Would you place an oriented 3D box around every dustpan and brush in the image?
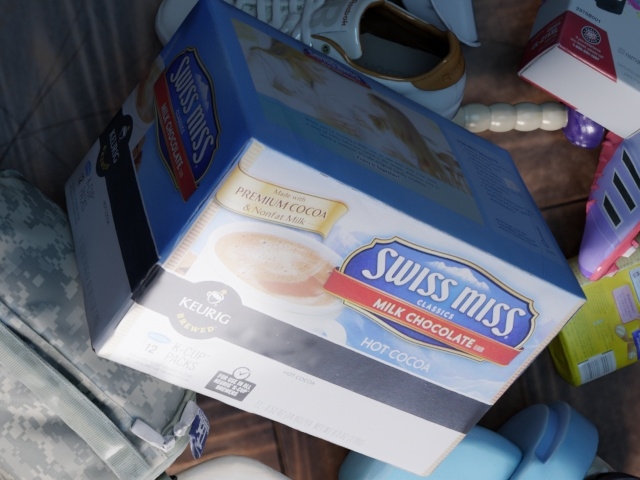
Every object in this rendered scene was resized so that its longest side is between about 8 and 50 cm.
[{"bbox_3d":[0.098,-0.242,1.469,0.211,0.060,0.147,-16,100,-49],"label":"dustpan and brush"}]

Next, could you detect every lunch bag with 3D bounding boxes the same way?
[{"bbox_3d":[-0.251,0.091,1.390,0.212,0.256,0.305,-46,103,-4],"label":"lunch bag"}]

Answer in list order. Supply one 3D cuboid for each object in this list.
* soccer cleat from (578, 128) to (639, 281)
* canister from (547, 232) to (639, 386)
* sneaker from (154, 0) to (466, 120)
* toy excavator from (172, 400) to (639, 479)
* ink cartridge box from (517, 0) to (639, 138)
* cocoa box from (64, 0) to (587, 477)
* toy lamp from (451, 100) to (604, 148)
[{"bbox_3d":[0.293,-0.067,1.554,0.095,0.083,0.248,34,65,5],"label":"soccer cleat"},{"bbox_3d":[0.300,0.058,1.597,0.170,0.073,0.126,-21,99,-8],"label":"canister"},{"bbox_3d":[-0.008,-0.191,1.452,0.290,0.123,0.106,14,66,5],"label":"sneaker"},{"bbox_3d":[0.035,0.271,1.509,0.445,0.222,0.433,39,85,-3],"label":"toy excavator"},{"bbox_3d":[0.274,-0.205,1.526,0.127,0.072,0.175,28,61,-13],"label":"ink cartridge box"},{"bbox_3d":[0.000,0.000,1.358,0.347,0.231,0.228,25,117,-30],"label":"cocoa box"},{"bbox_3d":[0.129,-0.115,1.540,0.274,0.080,0.080,-4,97,-11],"label":"toy lamp"}]
